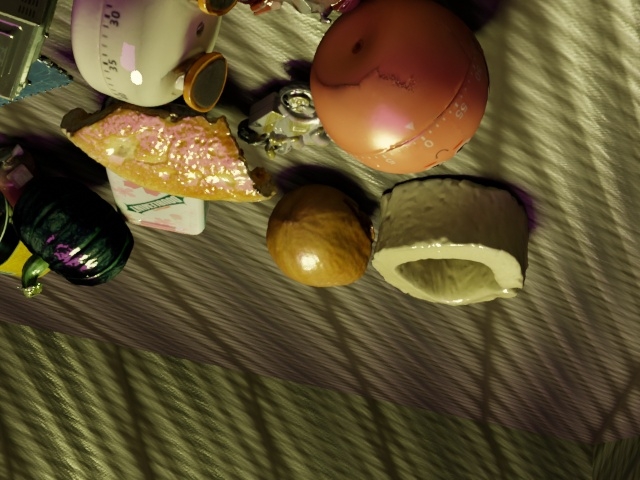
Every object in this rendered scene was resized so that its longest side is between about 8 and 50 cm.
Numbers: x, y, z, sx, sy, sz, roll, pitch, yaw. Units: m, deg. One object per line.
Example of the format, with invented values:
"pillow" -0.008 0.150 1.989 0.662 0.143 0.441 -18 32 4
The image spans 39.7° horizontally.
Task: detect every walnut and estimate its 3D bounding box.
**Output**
"walnut" 0.000 0.000 1.774 0.203 0.203 0.298 1 160 19

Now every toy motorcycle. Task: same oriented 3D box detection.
"toy motorcycle" -0.035 -0.195 1.468 0.152 0.073 0.225 17 156 -26
"toy motorcycle" -0.029 -0.326 1.133 0.212 0.084 0.118 -2 158 44

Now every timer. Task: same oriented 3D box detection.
"timer" -0.230 -0.291 1.107 0.240 0.234 0.233 21 160 12
"timer" 0.107 -0.206 1.179 0.229 0.230 0.215 -11 150 40

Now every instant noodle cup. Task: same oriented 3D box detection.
"instant noodle cup" -0.728 -0.007 2.040 0.215 0.216 0.236 -2 163 24

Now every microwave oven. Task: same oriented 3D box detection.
"microwave oven" -0.435 -0.311 1.217 0.129 0.163 0.205 15 154 -22

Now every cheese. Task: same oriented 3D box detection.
"cheese" 0.269 0.015 1.758 0.292 0.153 0.332 -5 156 31

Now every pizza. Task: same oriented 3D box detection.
"pizza" -0.241 -0.149 1.441 0.365 0.074 0.182 13 132 -5

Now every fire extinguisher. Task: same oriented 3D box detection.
"fire extinguisher" -0.621 -0.118 1.831 0.104 0.105 0.269 8 159 1

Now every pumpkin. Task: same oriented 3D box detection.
"pumpkin" -0.514 0.006 1.761 0.247 0.248 0.248 7 158 3

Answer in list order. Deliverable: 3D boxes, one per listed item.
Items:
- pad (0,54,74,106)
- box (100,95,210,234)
"pad" -0.593 -0.307 1.483 0.269 0.012 0.269 -9 153 36
"box" -0.304 -0.137 1.670 0.190 0.112 0.370 10 156 -4
